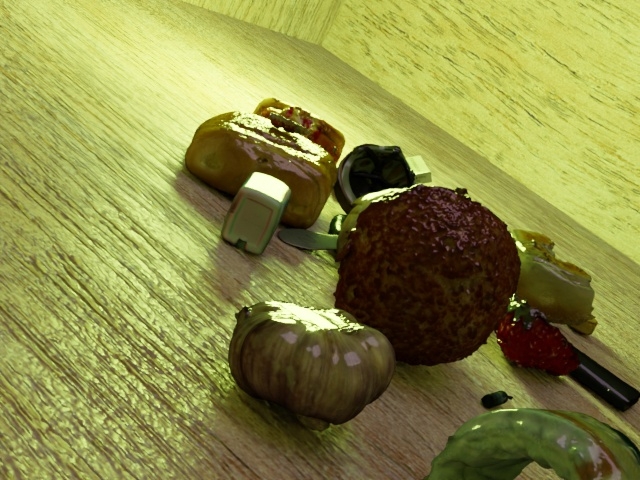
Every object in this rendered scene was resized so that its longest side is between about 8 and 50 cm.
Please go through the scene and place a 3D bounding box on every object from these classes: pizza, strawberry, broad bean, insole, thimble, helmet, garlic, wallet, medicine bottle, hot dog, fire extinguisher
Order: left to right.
[{"bbox_3d":[-0.117,-0.061,1.810,0.094,0.119,0.188,25,19,-2],"label":"medicine bottle"},{"bbox_3d":[-0.079,-0.257,2.103,0.100,0.029,0.099,25,4,-17],"label":"pizza"},{"bbox_3d":[-0.060,-0.263,2.414,0.257,0.150,0.153,26,8,-9],"label":"hot dog"},{"bbox_3d":[-0.014,0.175,1.304,0.245,0.160,0.245,8,12,-2],"label":"garlic"},{"bbox_3d":[0.000,0.000,1.942,0.188,0.004,0.064,6,41,-25],"label":"insole"},{"bbox_3d":[0.090,-0.010,2.101,0.144,0.049,0.292,44,22,30],"label":"broad bean"},{"bbox_3d":[0.119,-0.124,2.259,0.224,0.130,0.198,-15,77,-28],"label":"helmet"},{"bbox_3d":[0.315,0.283,1.699,0.038,0.025,0.083,13,7,34],"label":"fire extinguisher"},{"bbox_3d":[0.436,0.220,1.951,0.236,0.111,0.190,46,-4,-32],"label":"strawberry"},{"bbox_3d":[0.263,0.331,1.141,0.288,0.254,0.167,10,-2,42],"label":"thimble"},{"bbox_3d":[0.589,0.281,2.089,0.250,0.044,0.149,38,16,26],"label":"wallet"}]

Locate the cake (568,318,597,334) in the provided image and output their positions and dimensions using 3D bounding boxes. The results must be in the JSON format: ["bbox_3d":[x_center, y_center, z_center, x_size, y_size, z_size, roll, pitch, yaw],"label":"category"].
[{"bbox_3d":[0.655,0.205,2.387,0.084,0.044,0.084,26,17,-9],"label":"cake"}]

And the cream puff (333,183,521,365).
[{"bbox_3d":[0.183,0.076,1.609,0.350,0.350,0.228,22,26,-22],"label":"cream puff"}]

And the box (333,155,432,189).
[{"bbox_3d":[0.150,-0.162,2.405,0.245,0.035,0.139,-9,24,-1],"label":"box"}]

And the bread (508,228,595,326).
[{"bbox_3d":[0.509,0.088,2.275,0.192,0.171,0.314,13,23,-35],"label":"bread"}]

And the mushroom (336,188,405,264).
[{"bbox_3d":[0.151,0.009,1.903,0.255,0.255,0.184,35,-16,16],"label":"mushroom"}]

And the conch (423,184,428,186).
[{"bbox_3d":[0.261,-0.054,2.367,0.176,0.122,0.188,40,18,-17],"label":"conch"}]

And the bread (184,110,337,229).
[{"bbox_3d":[-0.122,-0.179,2.074,0.328,0.148,0.337,29,17,-2],"label":"bread"}]
